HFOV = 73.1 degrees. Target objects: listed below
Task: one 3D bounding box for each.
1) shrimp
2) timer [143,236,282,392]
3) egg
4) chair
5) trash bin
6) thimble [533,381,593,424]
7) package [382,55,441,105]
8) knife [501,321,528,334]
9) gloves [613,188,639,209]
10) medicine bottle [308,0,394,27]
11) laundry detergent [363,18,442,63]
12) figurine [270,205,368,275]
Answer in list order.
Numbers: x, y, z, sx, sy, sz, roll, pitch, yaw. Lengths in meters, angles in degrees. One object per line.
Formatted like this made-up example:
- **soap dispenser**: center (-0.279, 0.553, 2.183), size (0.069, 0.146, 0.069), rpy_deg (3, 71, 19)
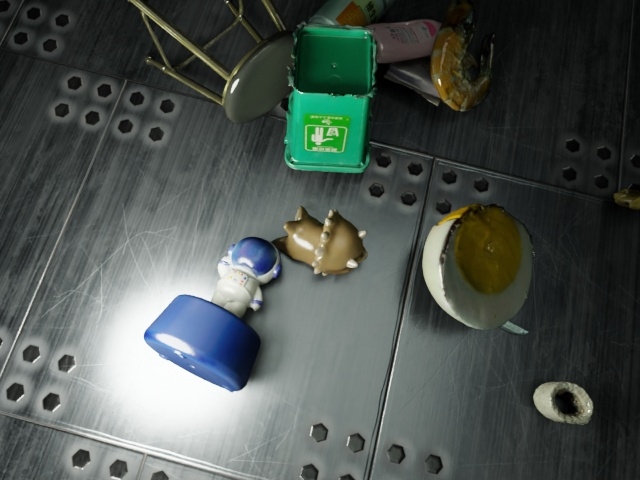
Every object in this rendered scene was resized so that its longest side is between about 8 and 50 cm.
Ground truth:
- **shrimp**: center (0.463, -0.612, 1.318), size (0.271, 0.085, 0.446), rpy_deg (15, 85, -33)
- **timer**: center (-0.230, 0.150, 1.102), size (0.270, 0.270, 0.384), rpy_deg (24, 62, 5)
- **egg**: center (0.386, 0.065, 1.143), size (0.336, 0.201, 0.338), rpy_deg (2, 86, -25)
- **chair**: center (-0.277, -0.577, 1.220), size (0.364, 0.362, 0.410), rpy_deg (-43, 84, -11)
- **trash bin**: center (0.032, -0.378, 1.155), size (0.258, 0.381, 0.296), rpy_deg (3, 75, -2)
- **thimble**: center (0.625, 0.419, 1.117), size (0.115, 0.090, 0.102), rpy_deg (37, 74, 9)
- **package**: center (0.327, -0.549, 1.381), size (0.203, 0.062, 0.251), rpy_deg (29, 63, 6)
- **knife**: center (0.479, 0.214, 1.203), size (0.210, 0.015, 0.028), rpy_deg (28, 71, 5)
- **gloves**: center (1.007, -0.164, 1.250), size (0.331, 0.154, 0.141), rpy_deg (-34, 77, -17)
- **medicine bottle**: center (0.084, -0.700, 1.356), size (0.158, 0.158, 0.318), rpy_deg (38, 78, 8)
- **laundry detergent**: center (0.294, -0.626, 1.338), size (0.334, 0.088, 0.159), rpy_deg (-18, 62, -21)
- **figurine**: center (0.006, -0.001, 1.164), size (0.247, 0.173, 0.177), rpy_deg (37, 78, 7)
